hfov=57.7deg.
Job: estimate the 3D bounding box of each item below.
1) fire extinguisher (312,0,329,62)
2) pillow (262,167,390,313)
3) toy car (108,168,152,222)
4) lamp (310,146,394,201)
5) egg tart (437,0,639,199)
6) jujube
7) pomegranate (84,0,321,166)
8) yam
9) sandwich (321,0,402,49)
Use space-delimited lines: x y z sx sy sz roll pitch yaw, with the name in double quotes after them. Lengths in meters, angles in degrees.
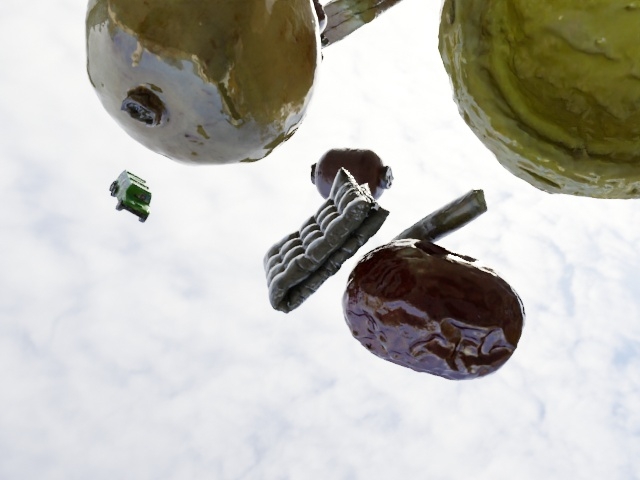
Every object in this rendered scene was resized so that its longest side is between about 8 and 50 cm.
-0.074 -0.428 1.029 0.106 0.147 0.337 -21 -90 -35 "fire extinguisher"
0.000 0.000 1.319 0.101 0.326 0.228 39 -168 -21 "pillow"
-0.408 -0.099 1.266 0.071 0.063 0.165 30 -171 -34 "toy car"
0.089 -0.189 1.725 0.257 0.180 0.180 6 -140 26 "lamp"
0.288 -0.207 0.589 0.345 0.345 0.132 45 -173 12 "egg tart"
0.235 0.144 1.250 0.376 0.277 0.277 17 -133 3 "jujube"
-0.156 -0.260 0.810 0.332 0.333 0.333 14 -131 -17 "pomegranate"
0.259 -0.029 1.332 0.067 0.317 0.071 2 -115 -34 "yam"
0.068 -0.562 1.441 0.301 0.271 0.099 -46 -62 -41 "sandwich"
